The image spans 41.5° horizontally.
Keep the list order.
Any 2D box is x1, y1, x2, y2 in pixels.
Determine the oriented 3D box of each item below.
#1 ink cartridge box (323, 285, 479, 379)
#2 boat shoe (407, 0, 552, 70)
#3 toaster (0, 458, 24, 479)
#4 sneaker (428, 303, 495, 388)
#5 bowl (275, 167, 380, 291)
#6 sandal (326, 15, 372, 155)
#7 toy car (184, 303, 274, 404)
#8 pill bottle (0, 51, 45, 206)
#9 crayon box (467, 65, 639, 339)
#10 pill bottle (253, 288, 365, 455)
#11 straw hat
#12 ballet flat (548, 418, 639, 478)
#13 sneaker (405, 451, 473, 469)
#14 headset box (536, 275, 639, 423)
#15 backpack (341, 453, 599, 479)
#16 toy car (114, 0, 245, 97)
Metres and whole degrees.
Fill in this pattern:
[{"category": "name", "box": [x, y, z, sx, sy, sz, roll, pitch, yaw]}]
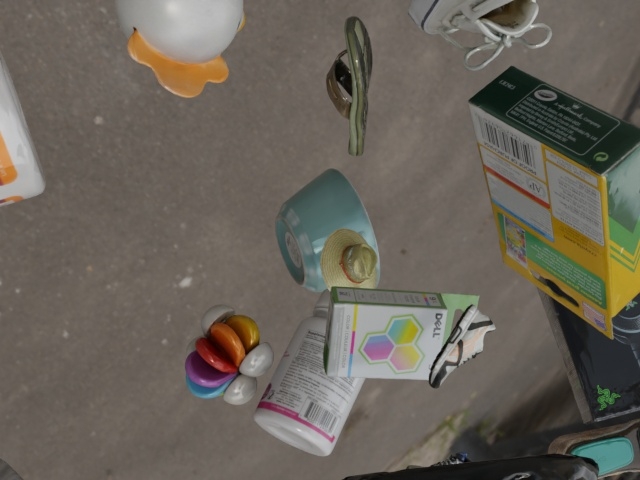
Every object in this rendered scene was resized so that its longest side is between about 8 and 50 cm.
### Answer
[{"category": "ink cartridge box", "box": [0.113, 0.128, 1.149, 0.209, 0.062, 0.109, 4, 110, -6]}, {"category": "boat shoe", "box": [0.219, -0.296, 1.065, 0.136, 0.156, 0.367, -38, -179, -4]}, {"category": "toaster", "box": [-0.342, 0.337, 0.867, 0.129, 0.227, 0.146, -37, 178, -4]}, {"category": "sneaker", "box": [0.165, 0.130, 0.989, 0.109, 0.044, 0.040, -56, 176, -3]}, {"category": "bowl", "box": [0.000, 0.000, 2.002, 0.163, 0.311, 0.311, -20, 145, -18]}, {"category": "sandal", "box": [0.053, -0.298, 1.694, 0.120, 0.086, 0.302, -73, 167, -49]}, {"category": "toy car", "box": [-0.190, 0.223, 1.578, 0.136, 0.159, 0.182, -19, 144, -56]}, {"category": "pill bottle", "box": [-0.569, -0.108, 1.051, 0.392, 0.224, 0.224, -19, 146, -14]}, {"category": "crayon box", "box": [0.304, -0.041, 1.050, 0.083, 0.203, 0.323, -39, 139, -13]}, {"category": "pill bottle", "box": [0.005, 0.244, 1.590, 0.283, 0.160, 0.160, -62, 160, -23]}, {"category": "straw hat", "box": [0.070, 0.040, 1.524, 0.144, 0.144, 0.061, -21, 180, -41]}, {"category": "ballet flat", "box": [0.562, 0.375, 1.555, 0.316, 0.107, 0.106, -1, 175, -14]}, {"category": "sneaker", "box": [0.189, 0.329, 1.212, 0.052, 0.135, 0.058, -25, 118, -74]}, {"category": "headset box", "box": [0.534, 0.162, 1.440, 0.246, 0.283, 0.131, -16, 163, 5]}, {"category": "backpack", "box": [0.135, 0.395, 0.804, 0.290, 0.355, 0.273, -15, 159, 30]}, {"category": "toy car", "box": [-0.107, -0.239, 0.771, 0.210, 0.219, 0.238, 8, 80, -39]}]
